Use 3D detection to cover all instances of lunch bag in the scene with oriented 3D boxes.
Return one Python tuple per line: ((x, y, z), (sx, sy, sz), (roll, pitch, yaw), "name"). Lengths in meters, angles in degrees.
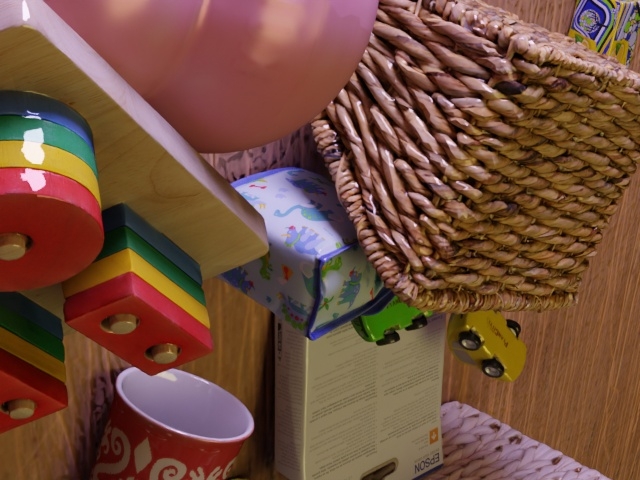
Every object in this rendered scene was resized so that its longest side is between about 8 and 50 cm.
((0.000, 0.000, 1.008), (0.151, 0.129, 0.096), (-27, 137, -43), "lunch bag")

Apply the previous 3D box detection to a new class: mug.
((-0.124, 0.201, 1.007), (0.150, 0.113, 0.169), (3, 113, -52), "mug")

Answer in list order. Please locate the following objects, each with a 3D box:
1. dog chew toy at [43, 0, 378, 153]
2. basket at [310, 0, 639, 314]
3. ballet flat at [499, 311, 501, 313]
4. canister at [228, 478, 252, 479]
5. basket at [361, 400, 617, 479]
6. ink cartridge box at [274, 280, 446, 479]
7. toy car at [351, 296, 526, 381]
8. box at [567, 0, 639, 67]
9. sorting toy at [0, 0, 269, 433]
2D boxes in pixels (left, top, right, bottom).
((-0.124, -0.154, 0.689), (0.332, 0.207, 0.206), (-1, 114, -44), "dog chew toy")
((0.114, -0.082, 1.030), (0.299, 0.213, 0.223), (1, 117, -54), "basket")
((0.185, 0.061, 1.375), (0.041, 0.041, 0.114), (-31, 136, -37), "ballet flat")
((-0.103, 0.318, 1.144), (0.126, 0.073, 0.169), (-11, 123, -50), "canister")
((0.132, 0.390, 1.330), (0.328, 0.266, 0.331), (-17, 126, -47), "basket")
((0.042, 0.145, 1.200), (0.223, 0.045, 0.223), (-15, 110, -48), "ink cartridge box")
((0.092, 0.041, 1.155), (0.225, 0.053, 0.239), (-19, 95, -47), "toy car")
((0.292, -0.182, 1.330), (0.059, 0.054, 0.168), (-18, 126, -47), "box")
((-0.190, 0.017, 0.676), (0.257, 0.089, 0.255), (-22, 148, 15), "sorting toy")
